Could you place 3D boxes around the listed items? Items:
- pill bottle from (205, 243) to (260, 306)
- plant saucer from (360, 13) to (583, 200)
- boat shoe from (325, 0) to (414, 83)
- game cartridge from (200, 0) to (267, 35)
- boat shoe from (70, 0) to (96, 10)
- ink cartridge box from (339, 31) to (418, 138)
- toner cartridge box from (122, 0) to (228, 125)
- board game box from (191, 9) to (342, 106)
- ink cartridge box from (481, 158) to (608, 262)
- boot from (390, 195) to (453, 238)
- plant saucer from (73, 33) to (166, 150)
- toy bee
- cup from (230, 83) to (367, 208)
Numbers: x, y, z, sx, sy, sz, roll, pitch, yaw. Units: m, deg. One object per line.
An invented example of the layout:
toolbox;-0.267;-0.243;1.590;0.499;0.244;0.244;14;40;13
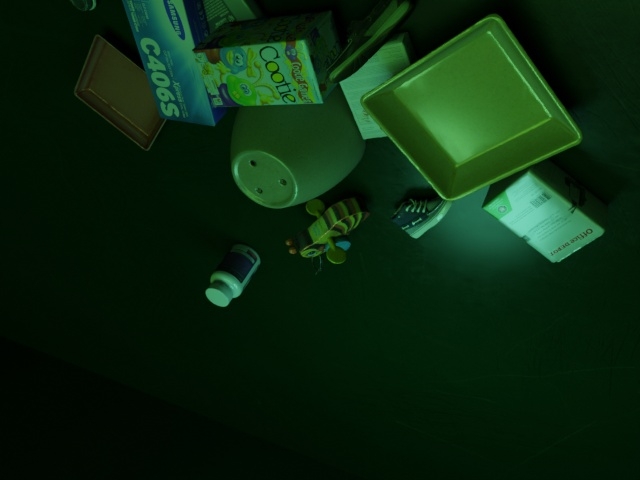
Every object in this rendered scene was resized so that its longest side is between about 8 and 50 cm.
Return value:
pill bottle;-0.275;0.110;2.050;0.108;0.193;0.108;17;137;16
plant saucer;0.309;-0.270;1.360;0.333;0.081;0.333;-26;121;36
boat shoe;0.088;-0.413;1.326;0.073;0.223;0.080;47;-175;5
game cartridge;-0.267;-0.509;1.524;0.294;0.060;0.196;-14;120;40
boat shoe;-0.638;-0.658;1.572;0.095;0.079;0.254;-4;129;33
ink cartridge box;0.141;-0.338;1.459;0.181;0.056;0.224;-2;135;32
toner cartridge box;-0.337;-0.440;1.539;0.165;0.075;0.347;11;136;20
board game box;-0.106;-0.383;1.405;0.275;0.144;0.142;4;132;28
ink cartridge box;0.502;-0.073;1.473;0.219;0.092;0.160;36;140;-7
boot;0.250;-0.075;1.641;0.086;0.069;0.190;33;142;-7
plant saucer;-0.523;-0.402;1.791;0.258;0.047;0.259;39;138;-9
toy bee;0.000;0.000;1.774;0.195;0.162;0.298;48;129;40
cup;-0.083;-0.214;1.572;0.331;0.237;0.331;16;137;16
